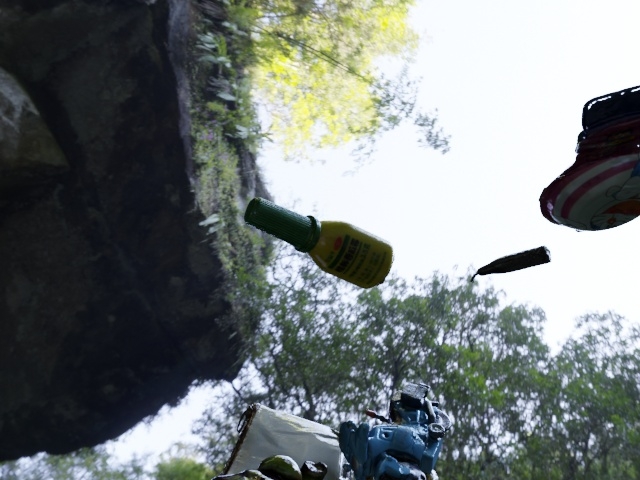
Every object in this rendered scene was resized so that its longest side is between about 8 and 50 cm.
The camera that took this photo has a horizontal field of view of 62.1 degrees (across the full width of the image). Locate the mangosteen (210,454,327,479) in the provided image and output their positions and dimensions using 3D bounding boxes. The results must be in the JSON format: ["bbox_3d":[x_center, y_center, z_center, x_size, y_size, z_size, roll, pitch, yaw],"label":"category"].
[{"bbox_3d":[-0.082,0.383,0.676,0.216,0.216,0.215,4,-78,18],"label":"mangosteen"}]

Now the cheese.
[{"bbox_3d":[0.332,-0.079,0.611,0.155,0.244,0.062,-15,-126,10],"label":"cheese"}]

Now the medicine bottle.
[{"bbox_3d":[0.000,0.000,1.014,0.309,0.076,0.111,24,-80,-22],"label":"medicine bottle"}]

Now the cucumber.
[{"bbox_3d":[0.382,0.049,1.078,0.163,0.039,0.043,-17,-110,30],"label":"cucumber"}]

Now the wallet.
[{"bbox_3d":[-0.072,0.458,1.057,0.275,0.335,0.068,10,-68,7],"label":"wallet"}]

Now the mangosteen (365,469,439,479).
[{"bbox_3d":[0.188,0.656,1.204,0.301,0.300,0.300,4,-78,18],"label":"mangosteen"}]

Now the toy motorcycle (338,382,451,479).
[{"bbox_3d":[0.137,0.369,1.002,0.182,0.272,0.123,12,-71,24],"label":"toy motorcycle"}]
